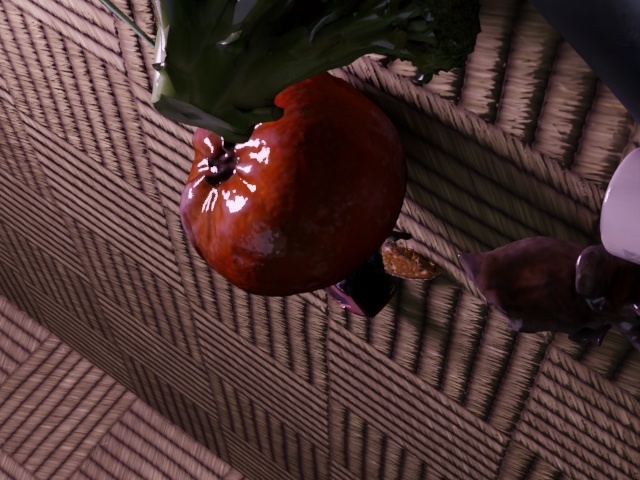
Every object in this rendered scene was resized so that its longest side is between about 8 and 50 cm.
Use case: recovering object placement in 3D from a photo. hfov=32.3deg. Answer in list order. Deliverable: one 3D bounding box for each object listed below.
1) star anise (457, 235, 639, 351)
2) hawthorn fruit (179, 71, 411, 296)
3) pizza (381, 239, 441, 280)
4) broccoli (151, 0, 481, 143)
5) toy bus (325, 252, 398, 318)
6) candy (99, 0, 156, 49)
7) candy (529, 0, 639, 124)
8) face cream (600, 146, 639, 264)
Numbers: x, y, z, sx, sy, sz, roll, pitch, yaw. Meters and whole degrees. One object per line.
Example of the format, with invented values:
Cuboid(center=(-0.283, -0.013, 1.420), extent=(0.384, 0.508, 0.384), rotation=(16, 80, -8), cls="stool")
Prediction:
Cuboid(center=(0.268, 0.065, 1.030), extent=(0.198, 0.111, 0.257), rotation=(10, 169, 36), cls="star anise")
Cuboid(center=(-0.003, -0.049, 1.162), extent=(0.271, 0.242, 0.242), rotation=(17, 175, -39), cls="hawthorn fruit")
Cuboid(center=(0.104, 0.019, 1.343), extent=(0.083, 0.025, 0.078), rotation=(6, 144, 43), cls="pizza")
Cuboid(center=(-0.026, -0.209, 0.846), extent=(0.307, 0.275, 0.308), rotation=(21, 176, 2), cls="broccoli")
Cuboid(center=(0.000, 0.000, 1.424), extent=(0.235, 0.073, 0.096), rotation=(51, 164, -22), cls="toy bus")
Cuboid(center=(-0.250, -0.280, 1.341), extent=(0.202, 0.061, 0.061), rotation=(41, 159, -22), cls="candy")
Cuboid(center=(0.233, -0.151, 0.779), extent=(0.174, 0.071, 0.138), rotation=(46, 157, -10), cls="candy")
Cuboid(center=(0.382, 0.016, 0.816), extent=(0.345, 0.102, 0.102), rotation=(23, 152, 39), cls="face cream")
